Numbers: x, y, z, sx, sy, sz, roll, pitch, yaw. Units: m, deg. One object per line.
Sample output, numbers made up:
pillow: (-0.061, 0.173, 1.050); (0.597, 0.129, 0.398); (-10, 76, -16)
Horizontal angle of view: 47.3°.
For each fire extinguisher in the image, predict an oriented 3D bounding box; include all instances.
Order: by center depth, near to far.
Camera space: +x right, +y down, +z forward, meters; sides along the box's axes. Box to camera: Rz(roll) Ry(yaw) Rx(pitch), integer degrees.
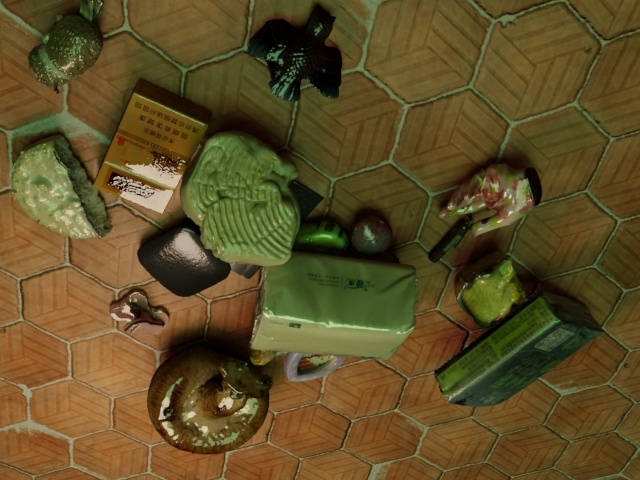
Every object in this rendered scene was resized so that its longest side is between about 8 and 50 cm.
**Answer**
fire extinguisher: (0.343, -0.005, 1.865); (0.049, 0.035, 0.173); (26, 126, -17)

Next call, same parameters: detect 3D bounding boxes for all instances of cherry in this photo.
cherry: (0.138, 0.015, 1.841); (0.107, 0.090, 0.225); (-28, 135, -3)

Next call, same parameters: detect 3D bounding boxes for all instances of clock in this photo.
clock: (-0.030, 0.322, 2.032); (0.172, 0.064, 0.198); (-36, 141, 9)

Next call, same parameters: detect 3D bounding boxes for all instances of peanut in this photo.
peanut: (-0.153, 0.262, 2.020); (0.087, 0.087, 0.206); (8, 125, -9)

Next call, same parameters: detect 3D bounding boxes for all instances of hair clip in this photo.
hair clip: (-0.487, 0.201, 1.991); (0.123, 0.102, 0.138); (-38, 153, 26)

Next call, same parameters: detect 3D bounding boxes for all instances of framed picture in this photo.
framed picture: (-0.186, -0.056, 1.813); (0.244, 0.013, 0.324); (31, 121, -23)

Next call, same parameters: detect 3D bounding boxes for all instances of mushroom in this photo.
mushroom: (-0.282, 0.456, 2.019); (0.331, 0.356, 0.334); (31, 88, -42)

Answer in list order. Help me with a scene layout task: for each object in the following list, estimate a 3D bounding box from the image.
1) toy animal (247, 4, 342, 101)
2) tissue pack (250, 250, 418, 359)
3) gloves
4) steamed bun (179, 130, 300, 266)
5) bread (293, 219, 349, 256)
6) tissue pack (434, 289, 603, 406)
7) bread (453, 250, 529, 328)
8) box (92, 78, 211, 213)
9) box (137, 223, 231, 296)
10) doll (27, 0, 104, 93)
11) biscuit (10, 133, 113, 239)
toy animal: (-0.032, -0.383, 1.497); (0.218, 0.116, 0.179); (28, 123, -15)
tissue pack: (0.028, 0.167, 1.830); (0.380, 0.207, 0.297); (6, 155, -7)
gloves: (0.397, -0.102, 1.745); (0.241, 0.126, 0.145); (-8, 140, 39)
steamed bun: (-0.176, -0.094, 1.652); (0.289, 0.203, 0.276); (26, 95, -20)
bread: (0.000, 0.000, 1.826); (0.139, 0.071, 0.130); (-28, 126, 27)
tissue pack: (0.543, 0.309, 2.009); (0.288, 0.124, 0.394); (15, 129, -45)
bread: (0.427, 0.104, 1.893); (0.174, 0.133, 0.251); (-33, 139, 12)
box: (-0.381, -0.205, 1.646); (0.174, 0.076, 0.274); (23, 124, -18)
box: (-0.346, 0.054, 1.863); (0.201, 0.042, 0.212); (-26, 128, 25)
doll: (-0.497, -0.399, 1.472); (0.221, 0.105, 0.115); (-44, 77, 19)
biscuit: (-0.618, -0.102, 1.709); (0.179, 0.084, 0.281); (-16, 128, 9)
